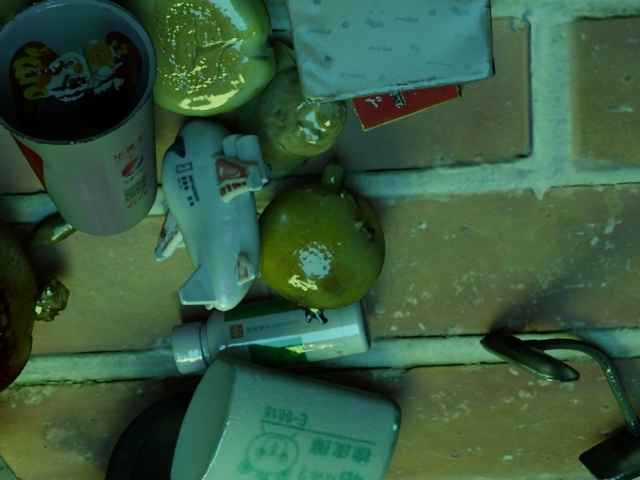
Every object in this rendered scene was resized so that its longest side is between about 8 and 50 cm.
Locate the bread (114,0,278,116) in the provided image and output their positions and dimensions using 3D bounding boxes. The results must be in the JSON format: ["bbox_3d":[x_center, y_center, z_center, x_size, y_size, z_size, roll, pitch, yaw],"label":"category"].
[{"bbox_3d":[-0.152,-0.251,1.794,0.213,0.104,0.213,1,123,2],"label":"bread"}]

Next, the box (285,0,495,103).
[{"bbox_3d":[0.070,-0.338,1.694,0.225,0.190,0.297,-7,120,5],"label":"box"}]

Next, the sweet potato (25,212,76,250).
[{"bbox_3d":[-0.331,-0.029,1.961,0.153,0.038,0.041,-41,133,19],"label":"sweet potato"}]

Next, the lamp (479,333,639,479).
[{"bbox_3d":[0.364,0.218,1.994,0.124,0.203,0.283,-41,108,1],"label":"lamp"}]

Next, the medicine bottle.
[{"bbox_3d":[-0.066,0.125,2.007,0.260,0.095,0.095,-8,118,7],"label":"medicine bottle"}]

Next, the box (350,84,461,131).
[{"bbox_3d":[0.099,-0.198,1.863,0.133,0.023,0.090,-18,115,11],"label":"box"}]

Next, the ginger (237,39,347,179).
[{"bbox_3d":[-0.035,-0.131,1.857,0.115,0.122,0.193,9,127,-23],"label":"ginger"}]

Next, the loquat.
[{"bbox_3d":[0.000,0.000,1.907,0.172,0.149,0.204,14,104,-4],"label":"loquat"}]

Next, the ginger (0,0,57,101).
[{"bbox_3d":[-0.330,-0.293,1.763,0.116,0.109,0.263,-15,136,-30],"label":"ginger"}]

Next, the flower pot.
[{"bbox_3d":[-0.201,0.415,2.067,0.379,0.379,0.251,40,134,-19],"label":"flower pot"}]

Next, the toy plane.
[{"bbox_3d":[-0.136,-0.033,1.855,0.118,0.252,0.252,3,124,-33],"label":"toy plane"}]

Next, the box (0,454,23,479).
[{"bbox_3d":[-0.602,0.294,2.050,0.353,0.069,0.214,-3,133,28],"label":"box"}]

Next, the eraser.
[{"bbox_3d":[-0.043,0.271,2.006,0.290,0.104,0.189,17,100,-37],"label":"eraser"}]

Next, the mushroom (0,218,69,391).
[{"bbox_3d":[-0.477,0.086,1.955,0.278,0.163,0.297,7,124,-1],"label":"mushroom"}]

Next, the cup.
[{"bbox_3d":[-0.277,-0.128,1.770,0.203,0.203,0.288,0,153,2],"label":"cup"}]
